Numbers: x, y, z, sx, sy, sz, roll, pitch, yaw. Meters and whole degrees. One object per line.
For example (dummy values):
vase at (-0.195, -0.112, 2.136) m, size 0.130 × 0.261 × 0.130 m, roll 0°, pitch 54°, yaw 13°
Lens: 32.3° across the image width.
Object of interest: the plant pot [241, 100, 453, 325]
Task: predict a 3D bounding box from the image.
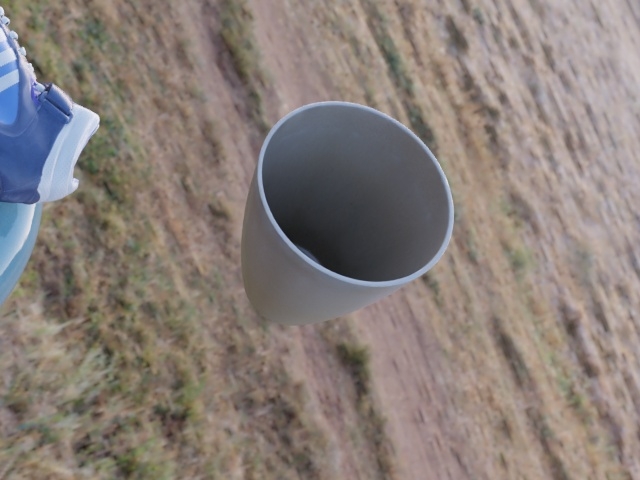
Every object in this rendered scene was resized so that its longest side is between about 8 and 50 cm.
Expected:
plant pot at (0.000, 0.000, 1.443) m, size 0.256 × 0.274 × 0.257 m, roll 10°, pitch 60°, yaw -17°

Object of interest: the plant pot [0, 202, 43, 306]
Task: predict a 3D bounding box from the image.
plant pot at (-0.494, -0.053, 1.508) m, size 0.290 × 0.195 × 0.290 m, roll 46°, pitch -2°, yaw 2°

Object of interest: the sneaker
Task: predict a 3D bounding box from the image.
sneaker at (-0.395, -0.200, 1.401) m, size 0.236 × 0.130 × 0.323 m, roll 12°, pitch 63°, yaw -46°
